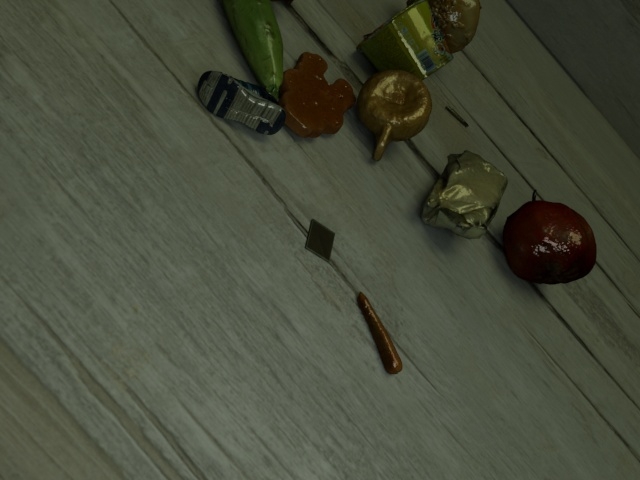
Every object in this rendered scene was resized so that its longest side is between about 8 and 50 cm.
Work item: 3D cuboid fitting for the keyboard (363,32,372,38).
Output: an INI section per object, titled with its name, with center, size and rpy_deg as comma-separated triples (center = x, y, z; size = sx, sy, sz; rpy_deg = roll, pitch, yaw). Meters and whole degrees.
[keyboard]
center = 0.217, -0.602, 1.963
size = 0.198, 0.010, 0.064
rpy_deg = 52, 42, 1

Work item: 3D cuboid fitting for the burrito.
[burrito]
center = 0.387, -0.112, 1.656
size = 0.190, 0.135, 0.332
rpy_deg = 39, 44, 0

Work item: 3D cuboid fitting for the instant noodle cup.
[instant noodle cup]
center = 0.272, -0.582, 1.828
size = 0.200, 0.264, 0.264
rpy_deg = 55, 40, -7

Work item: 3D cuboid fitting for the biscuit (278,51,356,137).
[biscuit]
center = -0.018, -0.367, 1.542
size = 0.202, 0.047, 0.333
rpy_deg = 40, 39, -12

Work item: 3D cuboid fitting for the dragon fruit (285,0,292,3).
[dragon fruit]
center = -0.103, -0.717, 1.714
size = 0.083, 0.060, 0.056
rpy_deg = 41, 42, -27

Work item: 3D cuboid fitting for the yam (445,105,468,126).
[yam]
center = 0.474, -0.430, 2.069
size = 0.107, 0.014, 0.014
rpy_deg = 38, 42, -14

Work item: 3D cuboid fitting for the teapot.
[teapot]
center = 0.195, -0.344, 1.650
size = 0.204, 0.167, 0.311
rpy_deg = 16, 65, 1

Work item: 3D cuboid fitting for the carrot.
[carrot]
center = 0.121, 0.194, 1.263
size = 0.037, 0.037, 0.190
rpy_deg = -3, 59, -44

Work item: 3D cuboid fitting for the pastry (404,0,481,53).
[pastry]
center = 0.401, -0.794, 2.073
size = 0.184, 0.284, 0.315
rpy_deg = -7, 40, -27

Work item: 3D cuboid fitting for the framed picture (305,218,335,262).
[framed picture]
center = 0.000, 0.000, 1.313
size = 0.066, 0.007, 0.089
rpy_deg = 32, 44, -22

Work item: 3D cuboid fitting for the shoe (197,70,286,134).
[shoe]
center = -0.176, -0.313, 1.337
size = 0.207, 0.091, 0.106
rpy_deg = 23, 25, -24

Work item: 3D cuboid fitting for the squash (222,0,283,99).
[squash]
center = -0.157, -0.518, 1.475
size = 0.118, 0.118, 0.370
rpy_deg = -1, 64, -43

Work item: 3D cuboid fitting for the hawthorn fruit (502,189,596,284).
[hawthorn fruit]
center = 0.664, -0.024, 1.751
size = 0.254, 0.254, 0.300
rpy_deg = 19, 62, -33
